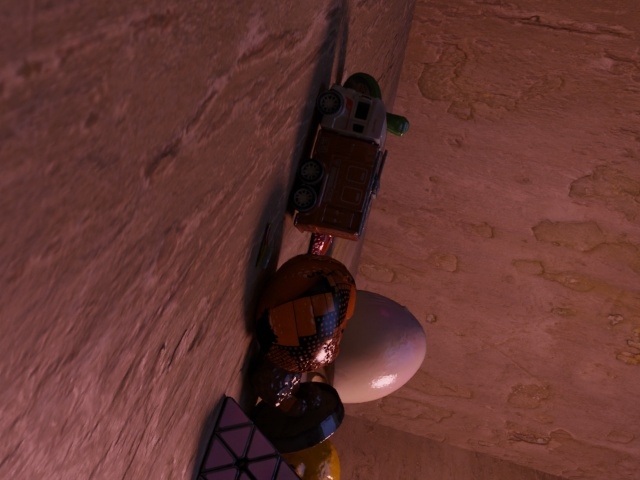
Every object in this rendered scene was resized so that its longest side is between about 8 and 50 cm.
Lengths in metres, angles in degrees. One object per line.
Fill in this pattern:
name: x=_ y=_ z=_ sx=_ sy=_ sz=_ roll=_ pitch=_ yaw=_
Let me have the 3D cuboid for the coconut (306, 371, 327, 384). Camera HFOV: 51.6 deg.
coconut: x=-0.052 y=0.444 z=1.962 sx=0.116 sy=0.122 sz=0.116 roll=19 pitch=66 yaw=-49

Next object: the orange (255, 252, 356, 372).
orange: x=-0.028 y=0.138 z=1.282 sx=0.234 sy=0.182 sz=0.234 roll=-63 pitch=175 yaw=-11

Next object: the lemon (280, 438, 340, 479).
lemon: x=-0.059 y=0.614 z=1.786 sx=0.288 sy=0.234 sz=0.233 roll=78 pitch=28 yaw=-66

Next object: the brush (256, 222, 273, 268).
brush: x=-0.093 y=0.009 z=1.167 sx=0.019 sy=0.021 sz=0.083 roll=36 pitch=68 yaw=-79

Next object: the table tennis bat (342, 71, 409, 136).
table tennis bat: x=0.111 y=-0.286 z=1.489 sx=0.257 sy=0.039 sz=0.160 roll=37 pitch=-56 yaw=49

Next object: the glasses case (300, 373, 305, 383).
glasses case: x=-0.081 y=0.368 z=1.715 sx=0.308 sy=0.083 sz=0.128 roll=94 pitch=18 yaw=-54

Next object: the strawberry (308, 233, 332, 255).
strawberry: x=0.003 y=0.001 z=1.763 sx=0.104 sy=0.048 sz=0.152 roll=-25 pitch=126 yaw=-76

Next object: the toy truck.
toy truck: x=0.049 y=-0.154 z=1.359 sx=0.136 sy=0.162 sz=0.305 roll=52 pitch=52 yaw=-80

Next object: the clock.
clock: x=-0.054 y=0.388 z=1.472 sx=0.215 sy=0.215 sz=0.041 roll=-59 pitch=137 yaw=-65

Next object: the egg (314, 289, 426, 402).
egg: x=0.163 y=0.328 z=2.086 sx=0.354 sy=0.340 sz=0.354 roll=179 pitch=-90 yaw=-78

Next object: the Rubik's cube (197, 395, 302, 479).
Rubik's cube: x=-0.184 y=0.396 z=1.168 sx=0.178 sy=0.211 sz=0.190 roll=-36 pitch=111 yaw=-47

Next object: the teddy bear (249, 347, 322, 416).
teddy bear: x=-0.087 y=0.288 z=1.397 sx=0.190 sy=0.140 sz=0.177 roll=56 pitch=17 yaw=-69
